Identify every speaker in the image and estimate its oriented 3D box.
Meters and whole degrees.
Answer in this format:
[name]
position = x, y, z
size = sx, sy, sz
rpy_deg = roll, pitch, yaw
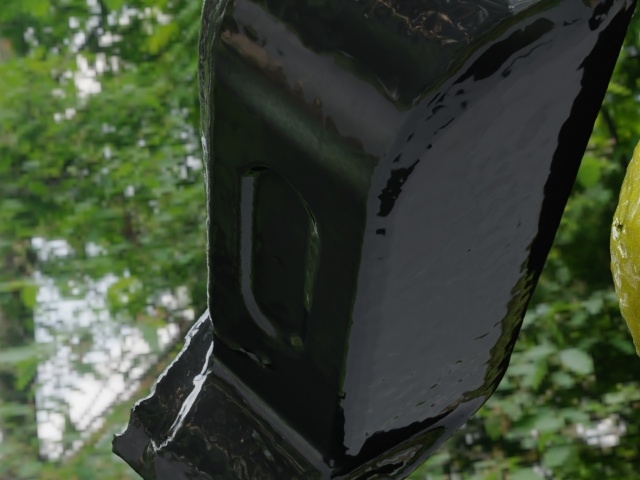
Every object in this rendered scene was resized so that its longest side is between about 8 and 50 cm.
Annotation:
[speaker]
position = 0.000, 0.000, 0.643
size = 0.184, 0.180, 0.388
rpy_deg = -41, -25, -29

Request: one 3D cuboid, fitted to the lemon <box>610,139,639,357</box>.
[lemon]
position = 0.316, 0.009, 0.798
size = 0.268, 0.322, 0.268
rpy_deg = -26, 25, 13
